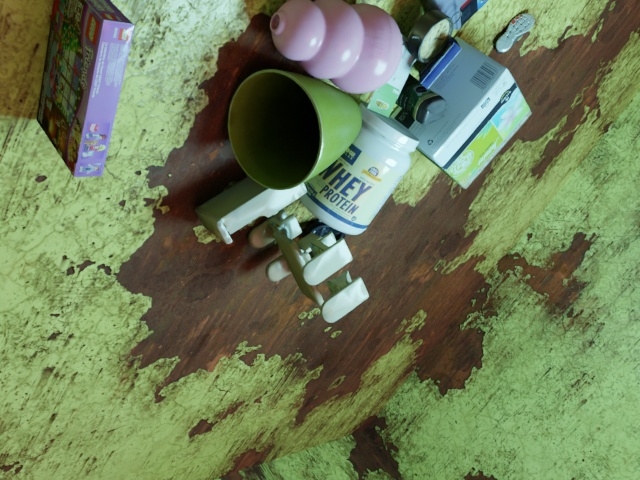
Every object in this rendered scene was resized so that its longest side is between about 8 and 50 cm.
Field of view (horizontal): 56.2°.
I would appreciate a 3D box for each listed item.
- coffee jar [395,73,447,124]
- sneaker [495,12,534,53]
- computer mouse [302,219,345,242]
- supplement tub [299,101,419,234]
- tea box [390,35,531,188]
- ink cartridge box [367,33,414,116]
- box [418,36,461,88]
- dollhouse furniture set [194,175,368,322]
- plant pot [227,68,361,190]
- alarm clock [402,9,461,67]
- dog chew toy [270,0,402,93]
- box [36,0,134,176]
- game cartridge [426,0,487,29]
[{"bbox_3d":[0.269,-0.405,1.706,0.096,0.184,0.079,-23,143,-29],"label":"coffee jar"},{"bbox_3d":[0.619,-0.665,1.930,0.158,0.061,0.065,-43,176,1],"label":"sneaker"},{"bbox_3d":[0.000,0.000,2.012,0.262,0.060,0.184,-20,139,-52],"label":"computer mouse"},{"bbox_3d":[0.109,-0.205,1.718,0.235,0.235,0.325,8,122,-52],"label":"supplement tub"},{"bbox_3d":[0.444,-0.389,1.887,0.329,0.220,0.323,-51,148,11],"label":"tea box"},{"bbox_3d":[0.181,-0.454,1.632,0.109,0.062,0.209,8,111,-51],"label":"ink cartridge box"},{"bbox_3d":[0.330,-0.496,1.666,0.136,0.036,0.225,-49,-172,24],"label":"box"},{"bbox_3d":[-0.122,0.027,1.641,0.256,0.362,0.394,-34,119,-17],"label":"dollhouse furniture set"},{"bbox_3d":[-0.027,-0.286,1.478,0.293,0.275,0.275,-25,147,-51],"label":"plant pot"},{"bbox_3d":[0.298,-0.546,1.568,0.192,0.064,0.129,-35,155,-15],"label":"alarm clock"},{"bbox_3d":[0.031,-0.459,1.375,0.332,0.206,0.207,3,127,-40],"label":"dog chew toy"},{"bbox_3d":[-0.423,-0.288,1.054,0.057,0.201,0.293,-9,134,-43],"label":"box"},{"bbox_3d":[0.431,-0.720,1.599,0.355,0.068,0.230,-44,155,2],"label":"game cartridge"}]
